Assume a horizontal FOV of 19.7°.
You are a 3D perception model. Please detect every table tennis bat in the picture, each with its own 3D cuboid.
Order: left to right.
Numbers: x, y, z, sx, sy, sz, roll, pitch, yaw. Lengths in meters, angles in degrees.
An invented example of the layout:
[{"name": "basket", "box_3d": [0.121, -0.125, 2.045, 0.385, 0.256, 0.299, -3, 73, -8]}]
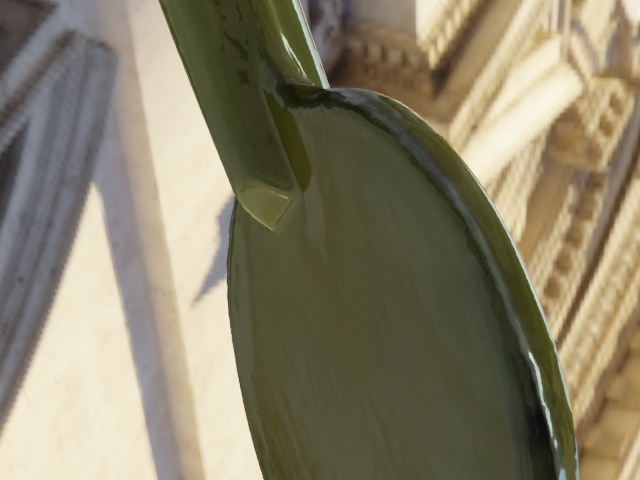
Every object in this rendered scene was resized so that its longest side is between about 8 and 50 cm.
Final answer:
[{"name": "table tennis bat", "box_3d": [0.000, 0.000, 0.704, 0.054, 0.224, 0.368, -11, -111, -27]}]
